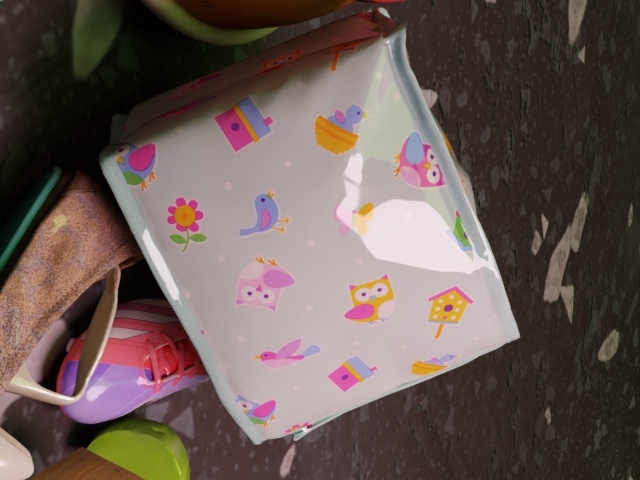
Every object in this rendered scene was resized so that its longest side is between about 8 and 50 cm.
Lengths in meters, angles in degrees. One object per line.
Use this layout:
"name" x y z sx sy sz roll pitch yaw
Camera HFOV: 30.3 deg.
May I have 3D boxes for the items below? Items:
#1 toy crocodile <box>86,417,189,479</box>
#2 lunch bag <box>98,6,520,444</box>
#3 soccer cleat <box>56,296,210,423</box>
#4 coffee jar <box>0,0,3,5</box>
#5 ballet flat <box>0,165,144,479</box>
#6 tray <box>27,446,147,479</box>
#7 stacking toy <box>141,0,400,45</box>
"toy crocodile" -0.137 0.304 0.920 0.115 0.105 0.341 -94 -172 -74
"lunch bag" 0.000 0.000 0.828 0.160 0.223 0.262 -107 173 -70
"soccer cleat" -0.098 0.082 0.927 0.248 0.095 0.083 -20 114 -54
"coffee jar" -0.206 -0.162 0.644 0.184 0.079 0.096 -50 154 20
"ballet flat" -0.206 0.090 0.739 0.106 0.107 0.316 43 59 -19
"tray" -0.233 0.280 0.646 0.203 0.076 0.411 -70 166 15
"stacking toy" 0.109 -0.284 0.792 0.350 0.479 0.351 -34 130 -53
